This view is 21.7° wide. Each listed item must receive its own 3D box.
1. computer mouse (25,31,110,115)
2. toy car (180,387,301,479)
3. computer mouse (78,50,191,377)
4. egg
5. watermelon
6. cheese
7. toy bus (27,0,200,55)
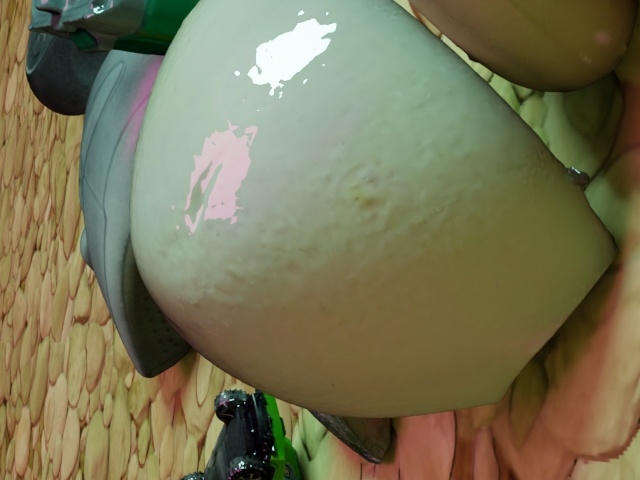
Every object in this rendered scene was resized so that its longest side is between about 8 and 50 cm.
[{"bbox_3d":[-0.134,-0.254,1.365,0.374,0.114,0.203,-56,27,39],"label":"computer mouse"},{"bbox_3d":[-0.050,0.167,1.073,0.071,0.062,0.165,-106,30,-45],"label":"toy car"},{"bbox_3d":[-0.127,-0.052,1.286,0.188,0.122,0.371,-103,25,-44],"label":"computer mouse"},{"bbox_3d":[-0.013,-0.014,0.792,0.162,0.206,0.271,-45,27,-12],"label":"egg"},{"bbox_3d":[0.011,0.077,0.968,0.101,0.080,0.155,61,156,-5],"label":"watermelon"},{"bbox_3d":[0.045,-0.148,0.709,0.071,0.249,0.163,-43,55,20],"label":"cheese"},{"bbox_3d":[-0.063,-0.280,1.052,0.183,0.199,0.343,-167,84,-67],"label":"toy bus"}]
